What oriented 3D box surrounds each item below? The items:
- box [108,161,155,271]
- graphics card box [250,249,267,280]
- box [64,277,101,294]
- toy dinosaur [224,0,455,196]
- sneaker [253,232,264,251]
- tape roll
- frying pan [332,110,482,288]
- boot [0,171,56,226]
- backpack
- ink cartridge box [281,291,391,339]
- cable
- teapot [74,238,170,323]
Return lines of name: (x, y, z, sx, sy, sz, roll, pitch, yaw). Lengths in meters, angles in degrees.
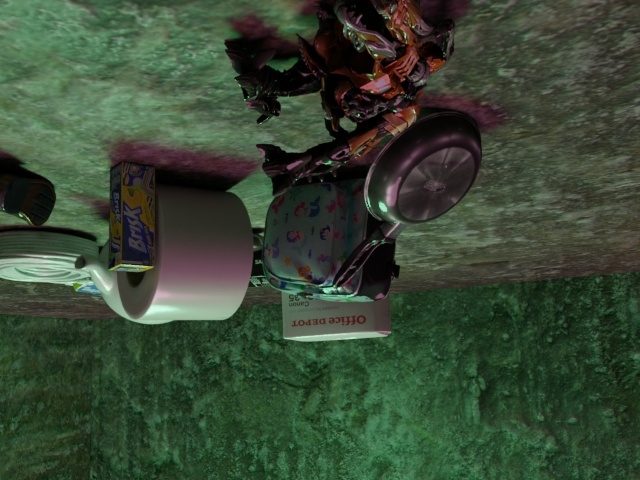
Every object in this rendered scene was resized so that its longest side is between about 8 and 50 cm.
box: (-0.304, -0.036, 0.987, 0.059, 0.169, 0.054, 7, 165, -38)
graphics card box: (-0.075, 0.077, 1.817, 0.370, 0.094, 0.233, -2, 168, 1)
box: (-0.586, 0.088, 1.659, 0.178, 0.042, 0.109, -37, 160, 9)
toy dinosaur: (0.035, -0.142, 0.639, 0.218, 0.164, 0.322, -19, 146, 1)
sneaker: (-0.255, 0.040, 1.558, 0.267, 0.106, 0.101, -10, 166, 25)
tape roll: (-0.252, 0.023, 1.113, 0.169, 0.246, 0.246, 4, 167, -35)
frying pan: (0.107, -0.052, 0.895, 0.326, 0.053, 0.197, -41, 140, 8)
boot: (-0.522, -0.081, 1.018, 0.106, 0.082, 0.219, 20, 171, -2)
backpack: (0.000, 0.000, 1.126, 0.191, 0.225, 0.253, 12, 172, -43)
ink cartridge box: (0.030, 0.063, 1.281, 0.207, 0.283, 0.117, -7, 168, 20)
cable: (-0.664, 0.040, 1.473, 0.256, 0.089, 0.257, 1, 165, -12)
teapot: (-0.346, 0.038, 1.300, 0.252, 0.256, 0.187, 18, 136, -4)
